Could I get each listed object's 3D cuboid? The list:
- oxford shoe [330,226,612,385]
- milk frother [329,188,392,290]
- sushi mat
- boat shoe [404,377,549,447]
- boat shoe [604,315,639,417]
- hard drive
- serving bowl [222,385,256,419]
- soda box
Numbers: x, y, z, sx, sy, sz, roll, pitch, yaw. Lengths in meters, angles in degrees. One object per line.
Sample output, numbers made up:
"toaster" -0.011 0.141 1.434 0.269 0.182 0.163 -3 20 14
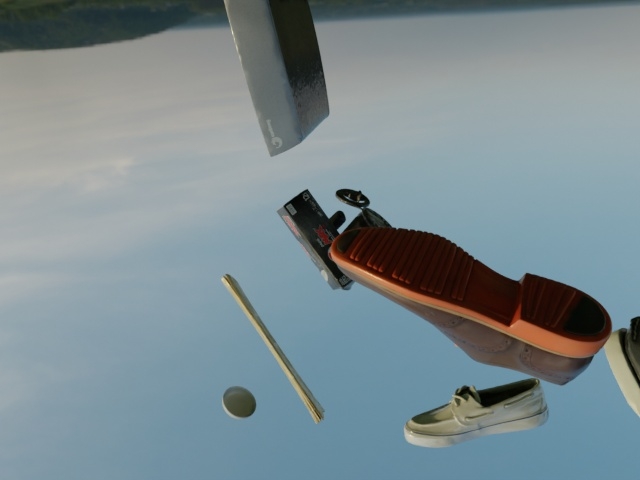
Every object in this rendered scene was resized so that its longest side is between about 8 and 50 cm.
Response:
"oxford shoe" 0.131 0.068 0.628 0.271 0.098 0.097 23 -137 17
"milk frother" 0.051 -0.010 1.174 0.129 0.134 0.143 38 -159 -12
"sushi mat" -0.087 0.198 1.195 0.019 0.316 0.151 -35 170 -4
"boat shoe" 0.272 0.299 1.144 0.258 0.084 0.095 -13 -168 1
"boat shoe" 0.391 0.207 0.620 0.114 0.302 0.091 1 147 -44
"hard drive" -0.052 -0.252 0.814 0.054 0.254 0.172 -6 -157 21
"serving bowl" -0.192 0.380 1.480 0.083 0.027 0.083 21 -143 -17
"soda box" 0.000 0.000 1.062 0.053 0.169 0.060 -36 -176 -17
